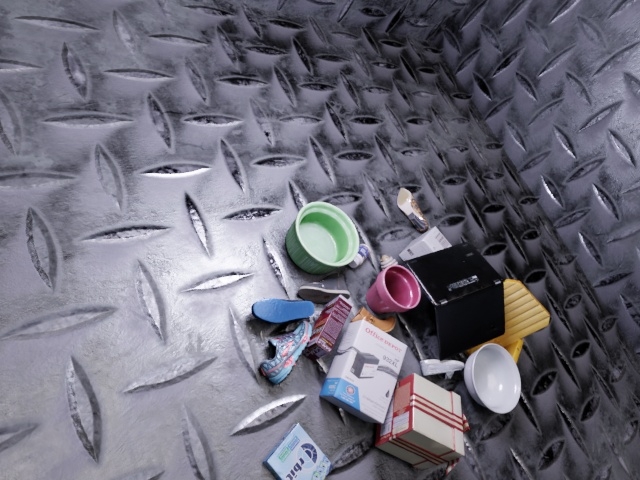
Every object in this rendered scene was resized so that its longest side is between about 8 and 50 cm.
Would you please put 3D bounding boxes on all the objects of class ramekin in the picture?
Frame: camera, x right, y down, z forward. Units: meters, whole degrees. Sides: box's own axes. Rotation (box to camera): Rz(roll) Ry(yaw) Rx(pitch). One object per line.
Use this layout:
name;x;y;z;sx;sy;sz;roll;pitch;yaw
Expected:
ramekin;0.000;0.000;1.715;0.304;0.148;0.303;16;56;-24

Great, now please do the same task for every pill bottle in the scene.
pill bottle;0.176;0.073;1.838;0.067;0.067;0.120;47;49;0

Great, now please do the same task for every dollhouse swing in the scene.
dollhouse swing;0.871;0.416;1.926;0.347;0.305;0.315;48;48;0

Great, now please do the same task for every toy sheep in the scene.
toy sheep;0.331;0.127;1.898;0.091;0.091;0.132;-32;88;-41

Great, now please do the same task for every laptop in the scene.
laptop;0.620;0.263;1.839;0.382;0.236;0.407;-15;51;-20

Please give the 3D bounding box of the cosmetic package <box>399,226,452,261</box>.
cosmetic package;0.527;0.057;1.997;0.151;0.184;0.151;50;48;2

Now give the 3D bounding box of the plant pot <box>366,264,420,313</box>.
plant pot;0.303;0.232;1.750;0.202;0.180;0.201;16;55;-24

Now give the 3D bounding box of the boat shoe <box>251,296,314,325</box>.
boat shoe;-0.147;0.273;1.503;0.258;0.089;0.108;13;70;-32

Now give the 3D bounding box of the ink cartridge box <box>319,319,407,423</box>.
ink cartridge box;0.168;0.490;1.511;0.223;0.129;0.307;33;60;-11

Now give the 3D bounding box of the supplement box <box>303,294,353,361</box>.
supplement box;0.026;0.336;1.543;0.073;0.130;0.239;38;48;-7

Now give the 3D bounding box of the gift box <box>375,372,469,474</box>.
gift box;0.366;0.694;1.472;0.258;0.255;0.276;30;45;-12

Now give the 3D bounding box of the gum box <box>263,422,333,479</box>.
gum box;-0.070;0.727;1.304;0.184;0.041;0.157;49;48;3

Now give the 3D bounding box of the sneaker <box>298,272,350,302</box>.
sneaker;0.007;0.191;1.667;0.222;0.083;0.118;9;39;-20

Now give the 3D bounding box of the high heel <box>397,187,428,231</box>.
high heel;0.513;-0.165;2.214;0.186;0.093;0.261;35;33;-40

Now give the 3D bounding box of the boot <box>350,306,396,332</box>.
boot;0.228;0.343;1.706;0.152;0.073;0.197;50;48;3

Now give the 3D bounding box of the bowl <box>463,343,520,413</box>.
bowl;0.754;0.626;1.821;0.298;0.134;0.297;10;66;-25

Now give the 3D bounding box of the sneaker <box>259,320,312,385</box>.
sneaker;-0.124;0.377;1.440;0.125;0.104;0.261;39;49;-5

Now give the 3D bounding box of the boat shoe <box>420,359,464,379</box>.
boat shoe;0.541;0.575;1.774;0.228;0.079;0.081;9;65;-21
